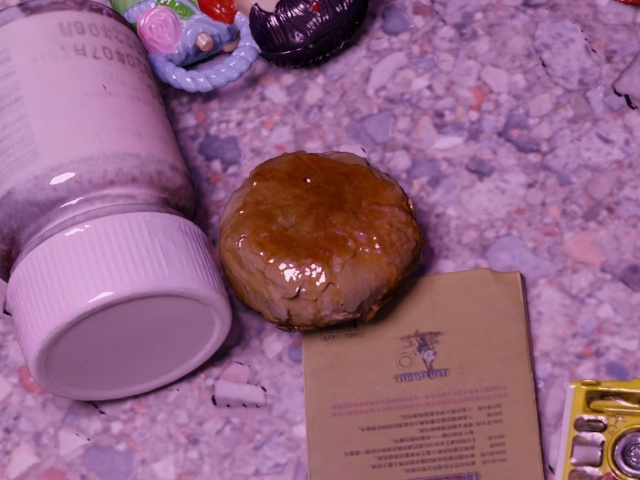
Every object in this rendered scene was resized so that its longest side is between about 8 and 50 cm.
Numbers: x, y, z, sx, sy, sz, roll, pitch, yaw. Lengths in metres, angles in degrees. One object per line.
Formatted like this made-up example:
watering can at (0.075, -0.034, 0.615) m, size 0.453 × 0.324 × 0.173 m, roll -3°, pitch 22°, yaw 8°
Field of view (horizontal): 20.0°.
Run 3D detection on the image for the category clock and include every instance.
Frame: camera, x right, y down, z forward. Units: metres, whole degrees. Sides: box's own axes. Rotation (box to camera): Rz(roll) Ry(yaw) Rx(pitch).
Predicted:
clock at (-0.071, -0.207, 1.463) m, size 0.194 × 0.100 × 0.195 m, roll -36°, pitch 58°, yaw -5°

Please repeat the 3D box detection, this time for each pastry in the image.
pastry at (0.000, -0.002, 1.330) m, size 0.153 × 0.081 × 0.153 m, roll -2°, pitch 41°, yaw 2°

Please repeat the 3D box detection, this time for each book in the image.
book at (0.070, 0.112, 1.302) m, size 0.168 × 0.013 × 0.192 m, roll -7°, pitch 60°, yaw 8°

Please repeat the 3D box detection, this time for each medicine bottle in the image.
medicine bottle at (-0.175, -0.032, 1.346) m, size 0.165 × 0.165 × 0.273 m, roll -21°, pitch 61°, yaw -1°

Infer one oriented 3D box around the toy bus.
toy bus at (0.186, 0.205, 1.194) m, size 0.074 × 0.081 × 0.226 m, roll 3°, pitch 65°, yaw 18°

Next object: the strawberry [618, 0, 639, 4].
strawberry at (0.291, -0.246, 1.421) m, size 0.140 × 0.085 × 0.192 m, roll 36°, pitch 71°, yaw 28°
